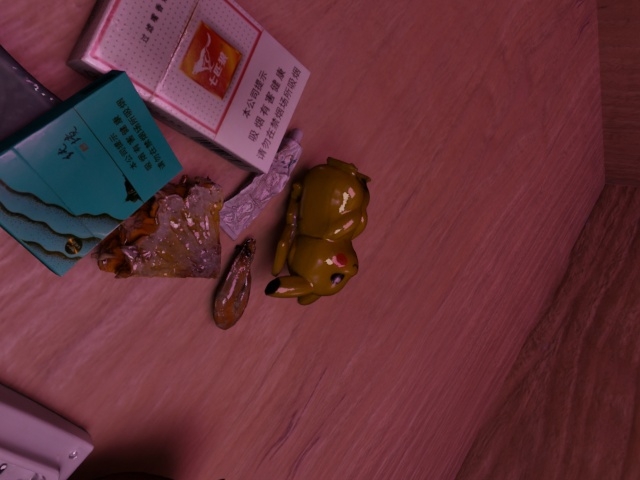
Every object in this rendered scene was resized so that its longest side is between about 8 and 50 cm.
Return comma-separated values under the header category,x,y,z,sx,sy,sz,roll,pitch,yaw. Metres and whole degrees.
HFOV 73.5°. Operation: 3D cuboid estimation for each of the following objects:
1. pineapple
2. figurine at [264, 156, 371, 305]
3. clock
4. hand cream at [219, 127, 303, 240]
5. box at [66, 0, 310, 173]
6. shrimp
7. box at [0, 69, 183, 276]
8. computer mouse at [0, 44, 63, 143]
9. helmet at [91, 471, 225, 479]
category,x,y,z,sx,sy,sz,roll,pitch,yaw
pineapple,-0.239,-0.006,0.703,0.236,0.114,0.186,-43,128,-31
figurine,0.002,-0.007,0.891,0.218,0.169,0.327,9,90,-68
clock,-0.482,0.344,0.570,0.262,0.116,0.231,-48,131,-21
hand cream,-0.109,-0.118,0.841,0.257,0.050,0.084,-53,135,-15
box,-0.187,-0.274,0.686,0.330,0.095,0.210,28,82,-43
shrimp,-0.165,0.086,0.853,0.101,0.042,0.190,18,89,-66
box,-0.300,-0.087,0.549,0.226,0.042,0.161,-51,142,-28
computer mouse,-0.423,-0.153,0.475,0.188,0.121,0.371,-60,143,-14
helmet,-0.351,0.501,0.653,0.385,0.230,0.338,-60,168,-26
